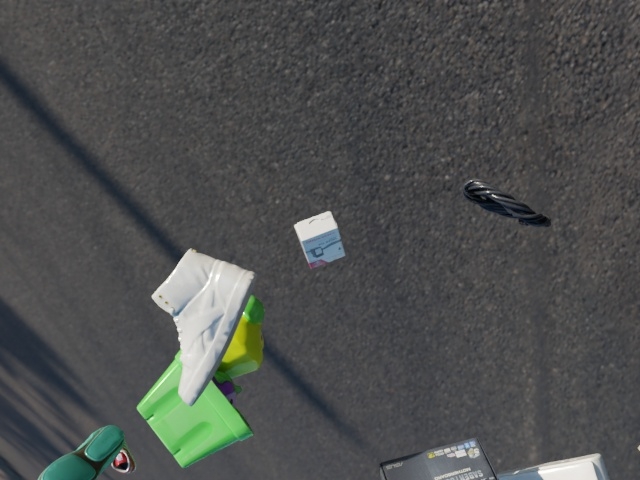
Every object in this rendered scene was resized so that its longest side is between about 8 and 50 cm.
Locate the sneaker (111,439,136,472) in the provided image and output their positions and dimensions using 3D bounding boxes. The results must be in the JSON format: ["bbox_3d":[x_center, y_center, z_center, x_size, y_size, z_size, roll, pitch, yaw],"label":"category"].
[{"bbox_3d":[-0.457,0.471,1.690,0.118,0.042,0.067,53,172,9],"label":"sneaker"}]

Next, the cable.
[{"bbox_3d":[0.352,-0.066,1.444,0.184,0.047,0.150,26,-173,-24],"label":"cable"}]

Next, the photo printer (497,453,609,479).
[{"bbox_3d":[0.563,0.665,1.721,0.255,0.107,0.308,-20,75,30],"label":"photo printer"}]

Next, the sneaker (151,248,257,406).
[{"bbox_3d":[-0.250,0.159,1.438,0.169,0.293,0.108,24,-169,2],"label":"sneaker"}]

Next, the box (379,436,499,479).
[{"bbox_3d":[0.260,0.531,1.592,0.183,0.232,0.059,-109,9,-47],"label":"box"}]

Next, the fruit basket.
[{"bbox_3d":[-0.230,0.320,1.760,0.283,0.392,0.392,51,149,4],"label":"fruit basket"}]

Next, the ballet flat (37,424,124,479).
[{"bbox_3d":[-0.475,0.457,1.493,0.083,0.247,0.087,32,110,8],"label":"ballet flat"}]

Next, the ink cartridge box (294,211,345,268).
[{"bbox_3d":[0.000,0.000,2.084,0.150,0.109,0.063,72,177,-56],"label":"ink cartridge box"}]

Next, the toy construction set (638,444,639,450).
[{"bbox_3d":[0.826,0.457,1.569,0.237,0.258,0.309,32,136,-20],"label":"toy construction set"}]
